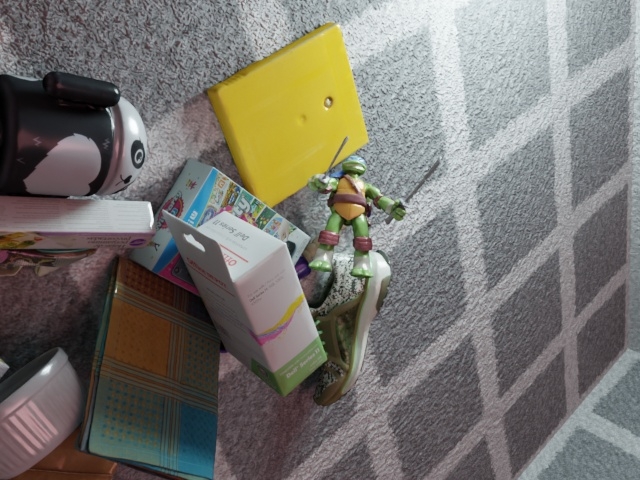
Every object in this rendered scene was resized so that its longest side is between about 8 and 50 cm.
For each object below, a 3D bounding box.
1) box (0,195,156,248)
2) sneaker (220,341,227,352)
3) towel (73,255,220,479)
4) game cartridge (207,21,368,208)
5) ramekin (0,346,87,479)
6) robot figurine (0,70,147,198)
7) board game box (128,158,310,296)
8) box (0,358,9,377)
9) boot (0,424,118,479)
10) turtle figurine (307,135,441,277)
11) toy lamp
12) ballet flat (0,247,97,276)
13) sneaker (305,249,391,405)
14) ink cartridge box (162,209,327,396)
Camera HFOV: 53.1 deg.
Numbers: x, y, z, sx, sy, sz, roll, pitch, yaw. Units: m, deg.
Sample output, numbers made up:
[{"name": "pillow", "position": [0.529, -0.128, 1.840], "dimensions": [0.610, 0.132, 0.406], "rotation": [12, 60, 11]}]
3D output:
[{"name": "box", "position": [-0.425, -0.026, 1.008], "dimensions": [0.324, 0.063, 0.067], "rotation": [-1, 64, -38]}, {"name": "sneaker", "position": [-0.250, 0.194, 1.311], "dimensions": [0.170, 0.071, 0.068], "rotation": [21, 91, -44]}, {"name": "towel", "position": [-0.284, 0.231, 1.138], "dimensions": [0.040, 0.370, 0.271], "rotation": [-29, 135, 27]}, {"name": "game cartridge", "position": [-0.053, -0.255, 1.336], "dimensions": [0.324, 0.053, 0.285], "rotation": [-35, 127, -25]}, {"name": "ramekin", "position": [-0.466, 0.276, 1.015], "dimensions": [0.207, 0.207, 0.109], "rotation": [-41, 105, -23]}, {"name": "robot figurine", "position": [-0.401, -0.151, 0.963], "dimensions": [0.278, 0.209, 0.173], "rotation": [1, 93, -42]}, {"name": "board game box", "position": [-0.190, 0.013, 1.279], "dimensions": [0.303, 0.097, 0.224], "rotation": [36, 81, -43]}, {"name": "box", "position": [-0.583, 0.165, 0.937], "dimensions": [0.103, 0.114, 0.203], "rotation": [-52, 147, -15]}, {"name": "boot", "position": [-0.513, 0.440, 1.152], "dimensions": [0.269, 0.089, 0.236], "rotation": [27, 85, -46]}, {"name": "turtle figurine", "position": [0.070, -0.064, 1.331], "dimensions": [0.198, 0.275, 0.266], "rotation": [15, 81, -38]}, {"name": "toy lamp", "position": [0.000, 0.000, 1.463], "dimensions": [0.275, 0.080, 0.080], "rotation": [-44, 131, -25]}, {"name": "ballet flat", "position": [-0.481, 0.022, 1.041], "dimensions": [0.221, 0.077, 0.079], "rotation": [1, 124, -38]}, {"name": "sneaker", "position": [0.023, 0.199, 1.554], "dimensions": [0.182, 0.158, 0.410], "rotation": [15, 99, -13]}, {"name": "ink cartridge box", "position": [-0.131, 0.084, 1.147], "dimensions": [0.119, 0.207, 0.353], "rotation": [-36, 129, -25]}]
